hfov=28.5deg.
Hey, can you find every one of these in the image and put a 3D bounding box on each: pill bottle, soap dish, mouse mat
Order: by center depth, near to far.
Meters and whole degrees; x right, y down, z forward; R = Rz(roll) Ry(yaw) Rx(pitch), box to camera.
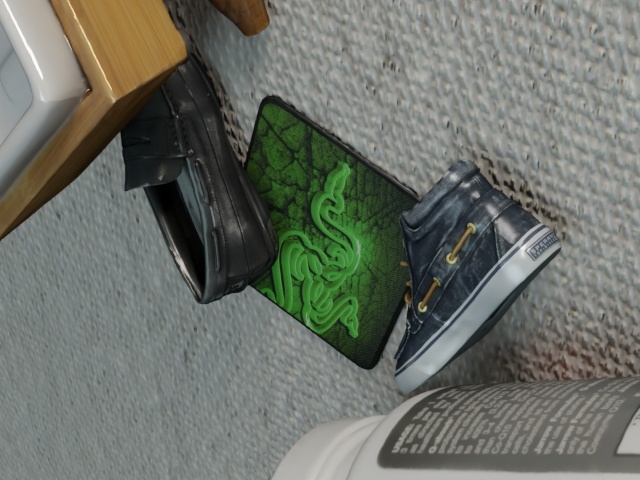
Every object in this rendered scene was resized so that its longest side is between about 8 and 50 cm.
[{"bbox_3d":[0.141,0.189,0.768,0.363,0.210,0.210,-9,116,47],"label":"pill bottle"},{"bbox_3d":[-0.215,-0.169,0.814,0.229,0.118,0.290,-36,77,51],"label":"soap dish"},{"bbox_3d":[0.000,0.000,0.899,0.153,0.007,0.189,36,141,14],"label":"mouse mat"}]

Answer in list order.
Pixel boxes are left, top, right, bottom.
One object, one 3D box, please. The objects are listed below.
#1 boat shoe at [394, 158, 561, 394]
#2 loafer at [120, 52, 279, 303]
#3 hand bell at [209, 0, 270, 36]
[{"bbox_3d":[0.079,0.025,0.810,0.083,0.065,0.183,48,140,13],"label":"boat shoe"},{"bbox_3d":[-0.104,-0.061,0.880,0.076,0.078,0.223,-9,112,49],"label":"loafer"},{"bbox_3d":[-0.091,-0.224,0.740,0.126,0.126,0.242,3,137,41],"label":"hand bell"}]
